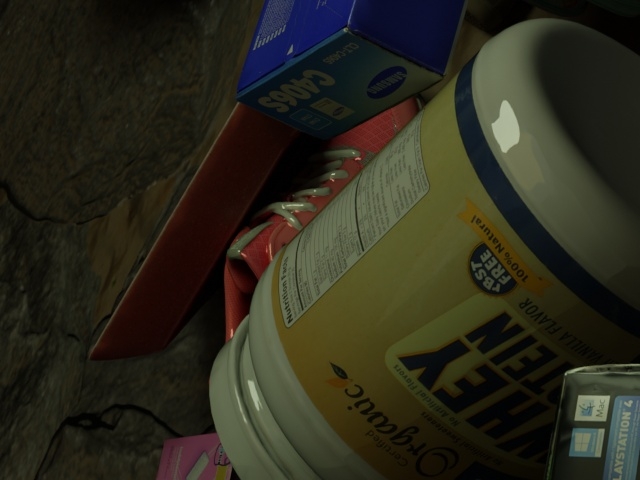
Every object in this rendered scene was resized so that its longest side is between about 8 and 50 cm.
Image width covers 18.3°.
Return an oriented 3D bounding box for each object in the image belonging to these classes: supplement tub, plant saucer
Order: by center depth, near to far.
[{"bbox_3d":[0.099,0.042,1.220,0.316,0.228,0.228,-45,38,31],"label":"supplement tub"},{"bbox_3d":[-0.067,-0.034,1.564,0.259,0.047,0.258,-57,-2,22],"label":"plant saucer"}]

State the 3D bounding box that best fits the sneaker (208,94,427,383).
[{"bbox_3d":[0.000,0.000,1.475,0.116,0.136,0.314,-11,62,52],"label":"sneaker"}]

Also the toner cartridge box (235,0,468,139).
[{"bbox_3d":[0.056,-0.249,1.284,0.165,0.075,0.348,-24,46,62],"label":"toner cartridge box"}]

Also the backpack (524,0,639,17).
[{"bbox_3d":[0.168,-0.236,1.346,0.144,0.166,0.188,-53,31,25],"label":"backpack"}]

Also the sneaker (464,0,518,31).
[{"bbox_3d":[0.106,-0.223,1.542,0.071,0.066,0.188,-46,40,3],"label":"sneaker"}]

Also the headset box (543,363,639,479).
[{"bbox_3d":[0.217,0.213,0.909,0.131,0.283,0.246,-3,69,38],"label":"headset box"}]

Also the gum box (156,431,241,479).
[{"bbox_3d":[-0.083,0.236,1.520,0.107,0.062,0.188,-15,59,51],"label":"gum box"}]
